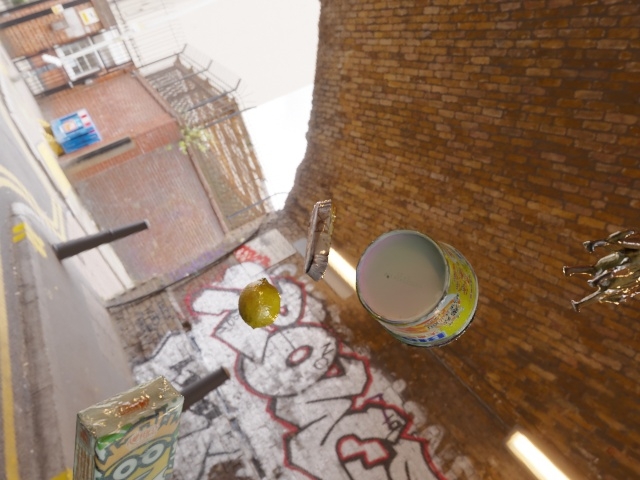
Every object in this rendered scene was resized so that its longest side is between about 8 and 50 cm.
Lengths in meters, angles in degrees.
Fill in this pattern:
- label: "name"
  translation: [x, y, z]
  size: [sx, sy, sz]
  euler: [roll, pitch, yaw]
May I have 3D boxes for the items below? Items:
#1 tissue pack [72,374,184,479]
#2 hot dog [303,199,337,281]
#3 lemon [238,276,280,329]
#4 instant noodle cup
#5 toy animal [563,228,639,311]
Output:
- label: "tissue pack"
  translation: [-0.479, 0.515, 1.170]
  size: [0.128, 0.228, 0.310]
  euler: [33, -59, 29]
- label: "hot dog"
  translation: [0.000, 0.000, 1.332]
  size: [0.131, 0.069, 0.252]
  euler: [122, -21, -56]
- label: "lemon"
  translation: [-0.152, 0.157, 1.174]
  size: [0.109, 0.109, 0.133]
  euler: [153, -54, -73]
- label: "instant noodle cup"
  translation: [0.155, 0.076, 0.809]
  size: [0.205, 0.205, 0.153]
  euler: [51, 11, 31]
- label: "toy animal"
  translation: [0.374, 0.035, 0.600]
  size: [0.241, 0.099, 0.056]
  euler: [60, 13, -59]
